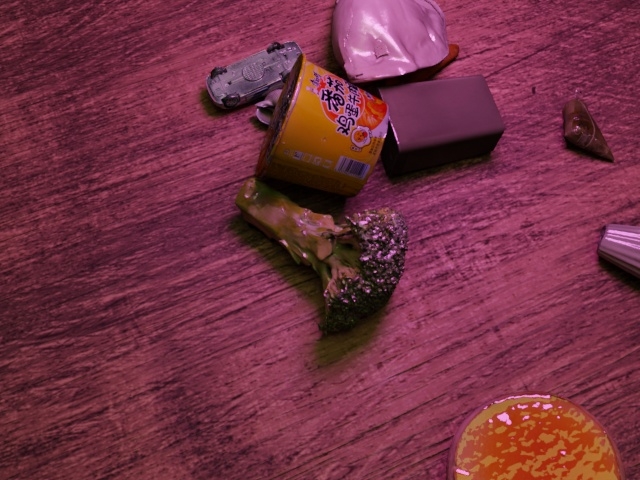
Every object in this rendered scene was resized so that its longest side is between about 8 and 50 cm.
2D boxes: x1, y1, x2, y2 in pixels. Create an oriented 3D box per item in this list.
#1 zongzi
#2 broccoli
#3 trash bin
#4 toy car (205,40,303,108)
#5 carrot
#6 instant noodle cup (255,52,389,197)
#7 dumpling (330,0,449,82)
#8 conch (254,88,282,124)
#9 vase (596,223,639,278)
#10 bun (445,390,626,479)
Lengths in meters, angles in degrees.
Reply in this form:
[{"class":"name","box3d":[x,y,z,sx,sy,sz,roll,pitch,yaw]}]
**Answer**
[{"class":"zongzi","box3d":[0.593,-0.254,1.727,0.130,0.062,0.154,25,48,-15]},{"class":"broccoli","box3d":[0.011,-0.018,1.509,0.252,0.221,0.361,-45,71,17]},{"class":"trash bin","box3d":[0.243,-0.247,1.654,0.241,0.122,0.164,-11,67,-11]},{"class":"toy car","box3d":[-0.136,-0.352,1.700,0.224,0.076,0.090,-24,68,-5]},{"class":"carrot","box3d":[0.239,-0.388,1.755,0.210,0.061,0.061,-37,73,-22]},{"class":"instant noodle cup","box3d":[0.008,-0.214,1.550,0.200,0.264,0.264,19,65,-11]},{"class":"dumpling","box3d":[0.152,-0.455,1.700,0.260,0.181,0.341,0,24,-3]},{"class":"conch","box3d":[-0.095,-0.283,1.683,0.085,0.056,0.076,-15,86,11]},{"class":"vase","box3d":[0.676,0.034,1.555,0.248,0.128,0.128,20,65,16]},{"class":"bun","box3d":[0.364,0.414,1.334,0.299,0.165,0.299,-6,59,9]}]
